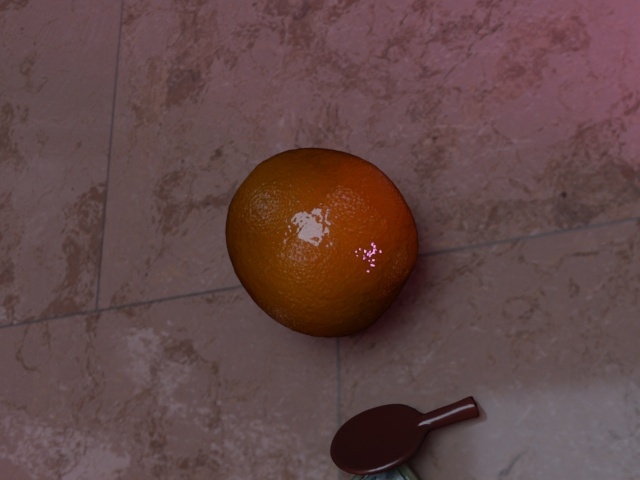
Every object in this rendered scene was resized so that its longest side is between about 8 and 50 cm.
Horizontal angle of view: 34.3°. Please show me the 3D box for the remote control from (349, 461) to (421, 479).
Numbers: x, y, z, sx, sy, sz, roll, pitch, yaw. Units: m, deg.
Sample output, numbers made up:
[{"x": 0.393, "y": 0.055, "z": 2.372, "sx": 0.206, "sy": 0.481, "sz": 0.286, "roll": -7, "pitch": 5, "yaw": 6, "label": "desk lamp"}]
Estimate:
[{"x": 0.101, "y": 0.312, "z": 0.978, "sx": 0.098, "sy": 0.038, "sz": 0.233, "roll": -42, "pitch": 56, "yaw": 4, "label": "remote control"}]

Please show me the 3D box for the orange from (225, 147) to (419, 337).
[{"x": 0.000, "y": 0.000, "z": 1.068, "sx": 0.206, "sy": 0.206, "sz": 0.206, "roll": -10, "pitch": 65, "yaw": 22, "label": "orange"}]

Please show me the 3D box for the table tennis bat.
[{"x": 0.082, "y": 0.188, "z": 1.030, "sx": 0.154, "sy": 0.019, "sz": 0.098, "roll": -19, "pitch": 26, "yaw": 4, "label": "table tennis bat"}]
